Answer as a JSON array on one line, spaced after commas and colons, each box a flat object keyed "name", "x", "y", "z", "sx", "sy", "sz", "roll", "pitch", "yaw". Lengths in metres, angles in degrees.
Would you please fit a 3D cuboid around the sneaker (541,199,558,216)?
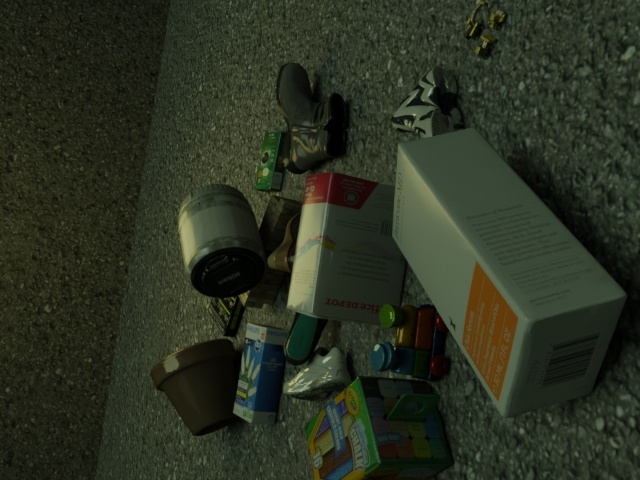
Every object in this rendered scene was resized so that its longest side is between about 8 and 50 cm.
[{"name": "sneaker", "x": 0.366, "y": -0.007, "z": 1.217, "sx": 0.052, "sy": 0.058, "sz": 0.135, "roll": -5, "pitch": 77, "yaw": 59}]

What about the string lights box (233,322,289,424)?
[{"name": "string lights box", "x": -0.166, "y": 0.368, "z": 1.977, "sx": 0.133, "sy": 0.077, "sz": 0.259, "roll": 0, "pitch": 80, "yaw": 61}]

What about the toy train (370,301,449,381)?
[{"name": "toy train", "x": 0.179, "y": 0.147, "z": 1.397, "sx": 0.105, "sy": 0.143, "sz": 0.248, "roll": -1, "pitch": 79, "yaw": 59}]

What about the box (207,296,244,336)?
[{"name": "box", "x": -0.299, "y": 0.190, "z": 2.298, "sx": 0.191, "sy": 0.045, "sz": 0.184, "roll": 40, "pitch": 112, "yaw": 58}]

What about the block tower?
[{"name": "block tower", "x": -0.140, "y": 0.030, "z": 2.033, "sx": 0.097, "sy": 0.091, "sz": 0.335, "roll": 51, "pitch": 123, "yaw": 52}]

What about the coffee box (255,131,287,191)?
[{"name": "coffee box", "x": -0.147, "y": -0.242, "z": 2.185, "sx": 0.113, "sy": 0.040, "sz": 0.184, "roll": 7, "pitch": 87, "yaw": 59}]

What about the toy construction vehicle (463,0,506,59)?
[{"name": "toy construction vehicle", "x": 0.330, "y": -0.431, "z": 1.443, "sx": 0.098, "sy": 0.035, "sz": 0.086, "roll": -63, "pitch": 34, "yaw": 25}]

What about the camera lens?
[{"name": "camera lens", "x": -0.275, "y": 0.005, "z": 1.961, "sx": 0.219, "sy": 0.219, "sz": 0.274, "roll": -56, "pitch": 37, "yaw": 34}]

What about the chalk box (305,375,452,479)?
[{"name": "chalk box", "x": 0.123, "y": 0.383, "z": 1.379, "sx": 0.289, "sy": 0.180, "sz": 0.179, "roll": -51, "pitch": 40, "yaw": 41}]

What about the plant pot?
[{"name": "plant pot", "x": -0.348, "y": 0.453, "z": 2.134, "sx": 0.263, "sy": 0.263, "sz": 0.229, "roll": -46, "pitch": 62, "yaw": 43}]

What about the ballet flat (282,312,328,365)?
[{"name": "ballet flat", "x": -0.018, "y": 0.177, "z": 1.748, "sx": 0.280, "sy": 0.095, "sz": 0.096, "roll": -62, "pitch": -7, "yaw": -16}]

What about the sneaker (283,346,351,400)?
[{"name": "sneaker", "x": -0.006, "y": 0.323, "z": 1.730, "sx": 0.232, "sy": 0.090, "sz": 0.115, "roll": -29, "pitch": 49, "yaw": 42}]

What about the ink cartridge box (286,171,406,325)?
[{"name": "ink cartridge box", "x": 0.067, "y": 0.022, "z": 1.549, "sx": 0.131, "sy": 0.226, "sz": 0.306, "roll": 5, "pitch": 84, "yaw": 60}]

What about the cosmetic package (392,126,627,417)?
[{"name": "cosmetic package", "x": 0.278, "y": 0.032, "z": 1.171, "sx": 0.453, "sy": 0.162, "sz": 0.230, "roll": -116, "pitch": 18, "yaw": -47}]

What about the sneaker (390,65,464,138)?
[{"name": "sneaker", "x": 0.219, "y": -0.239, "z": 1.511, "sx": 0.153, "sy": 0.094, "sz": 0.234, "roll": -37, "pitch": 50, "yaw": 51}]

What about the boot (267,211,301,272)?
[{"name": "boot", "x": 0.000, "y": 0.000, "z": 1.805, "sx": 0.207, "sy": 0.090, "sz": 0.248, "roll": -4, "pitch": 32, "yaw": 30}]

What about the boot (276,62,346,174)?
[{"name": "boot", "x": -0.011, "y": -0.362, "z": 1.947, "sx": 0.223, "sy": 0.118, "sz": 0.338, "roll": -21, "pitch": 74, "yaw": 52}]
